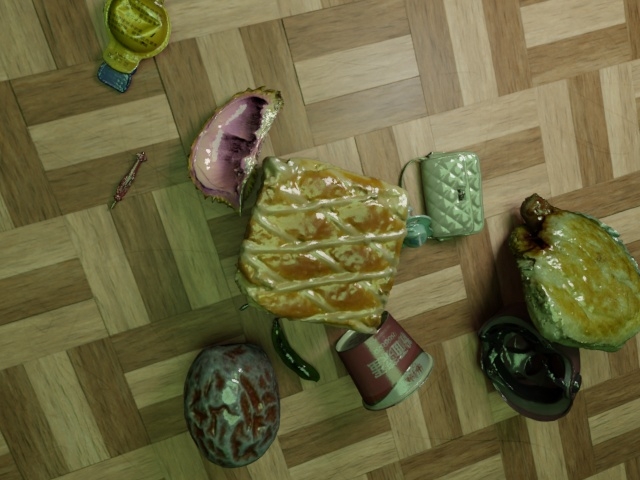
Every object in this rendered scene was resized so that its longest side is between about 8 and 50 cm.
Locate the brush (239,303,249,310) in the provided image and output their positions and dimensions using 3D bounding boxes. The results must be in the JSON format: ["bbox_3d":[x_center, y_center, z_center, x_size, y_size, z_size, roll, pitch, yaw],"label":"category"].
[{"bbox_3d":[-0.188,0.170,1.172,0.083,0.008,0.024,-31,106,-5],"label":"brush"}]

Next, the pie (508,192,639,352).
[{"bbox_3d":[0.689,0.110,1.149,0.395,0.180,0.418,20,55,-12],"label":"pie"}]

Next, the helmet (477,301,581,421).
[{"bbox_3d":[0.619,0.325,1.233,0.197,0.271,0.338,-32,105,-35],"label":"helmet"}]

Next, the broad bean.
[{"bbox_3d":[-0.079,0.322,1.200,0.069,0.039,0.226,-32,102,-10],"label":"broad bean"}]

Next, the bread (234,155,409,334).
[{"bbox_3d":[0.000,0.000,1.049,0.390,0.279,0.371,15,97,-14],"label":"bread"}]

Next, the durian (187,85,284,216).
[{"bbox_3d":[-0.211,-0.234,1.062,0.191,0.112,0.341,15,81,17],"label":"durian"}]

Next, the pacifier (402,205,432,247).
[{"bbox_3d":[0.238,-0.042,1.159,0.127,0.150,0.116,-23,60,14],"label":"pacifier"}]

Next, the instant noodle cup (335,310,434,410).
[{"bbox_3d":[0.162,0.317,1.157,0.235,0.235,0.178,-36,94,-4],"label":"instant noodle cup"}]

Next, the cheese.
[{"bbox_3d":[-0.449,-0.478,1.002,0.157,0.064,0.250,30,101,-12],"label":"cheese"}]

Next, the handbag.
[{"bbox_3d":[0.339,-0.123,1.193,0.219,0.079,0.256,-9,98,3],"label":"handbag"}]

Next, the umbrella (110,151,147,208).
[{"bbox_3d":[-0.484,-0.150,1.064,0.027,0.025,0.165,30,90,9],"label":"umbrella"}]

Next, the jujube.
[{"bbox_3d":[-0.226,0.411,1.095,0.247,0.215,0.307,-18,100,-8],"label":"jujube"}]
